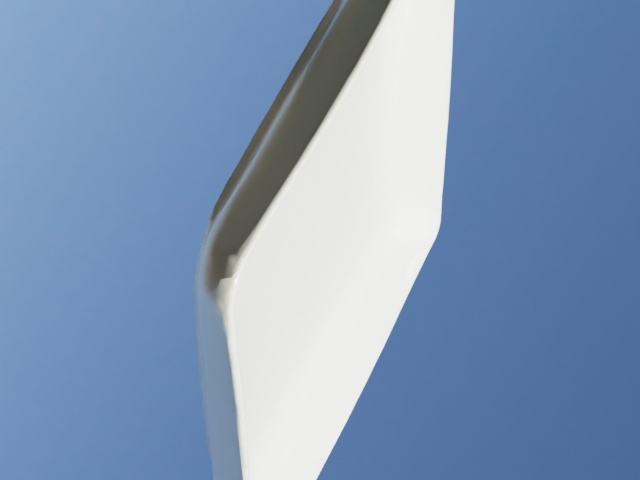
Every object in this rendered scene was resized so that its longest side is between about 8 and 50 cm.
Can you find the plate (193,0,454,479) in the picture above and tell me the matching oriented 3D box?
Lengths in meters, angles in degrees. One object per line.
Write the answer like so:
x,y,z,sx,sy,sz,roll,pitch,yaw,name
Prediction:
0.000,0.000,1.012,0.045,0.277,0.278,18,-126,14,plate
